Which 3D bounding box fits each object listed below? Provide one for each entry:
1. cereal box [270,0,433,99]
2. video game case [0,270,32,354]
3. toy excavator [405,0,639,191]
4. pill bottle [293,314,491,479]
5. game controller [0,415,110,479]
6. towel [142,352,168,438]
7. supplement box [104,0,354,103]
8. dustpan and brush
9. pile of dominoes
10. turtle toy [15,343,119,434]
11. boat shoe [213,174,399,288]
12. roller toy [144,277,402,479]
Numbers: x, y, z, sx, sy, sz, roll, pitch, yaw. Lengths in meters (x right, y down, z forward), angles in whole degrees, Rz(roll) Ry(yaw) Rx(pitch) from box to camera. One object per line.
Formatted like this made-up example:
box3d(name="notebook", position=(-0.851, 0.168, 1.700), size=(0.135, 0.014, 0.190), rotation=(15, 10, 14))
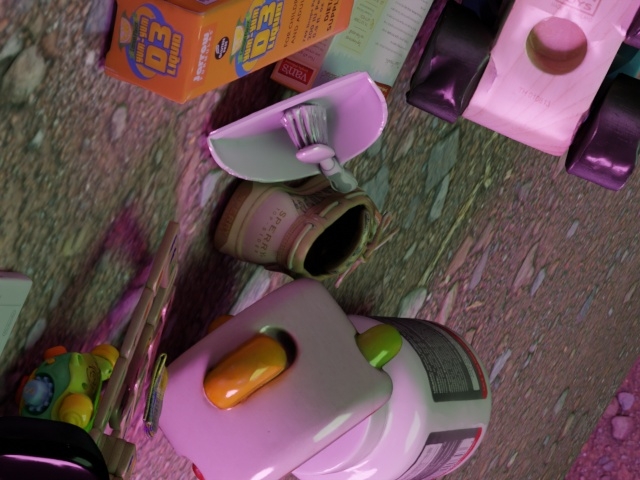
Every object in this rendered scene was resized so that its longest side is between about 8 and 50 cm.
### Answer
box3d(name="cereal box", position=(0.053, -0.227, 1.718), size=(0.240, 0.047, 0.173), rotation=(-64, 159, 5))
box3d(name="video game case", position=(-0.273, 0.093, 1.390), size=(0.157, 0.019, 0.143), rotation=(-65, 159, 8))
box3d(name="toy excavator", position=(0.272, -0.333, 1.917), size=(0.445, 0.222, 0.433), rotation=(-71, -176, -58))
box3d(name="pill bottle", position=(0.046, 0.163, 1.999), size=(0.176, 0.176, 0.318), rotation=(-65, 159, 6))
box3d(name="game controller", position=(-0.225, 0.203, 1.406), size=(0.319, 0.166, 0.067), rotation=(94, 8, -61))
box3d(name="towel", position=(-0.129, 0.122, 1.563), size=(0.083, 0.009, 0.060), rotation=(103, -1, -75))
box3d(name="supplement box", position=(-0.061, -0.173, 1.479), size=(0.233, 0.080, 0.078), rotation=(-30, 140, -51))
box3d(name="dustpan and brush", position=(0.000, -0.077, 1.692), size=(0.147, 0.060, 0.211), rotation=(-22, 172, 8))
box3d(name="pile of dominoes", position=(-0.143, 0.131, 1.584), size=(0.196, 0.040, 0.251), rotation=(101, 8, -71))
box3d(name="turtle toy", position=(-0.204, 0.136, 1.534), size=(0.095, 0.066, 0.130), rotation=(-68, 176, -58))
box3d(name="boat shoe", position=(0.000, 0.000, 1.812), size=(0.285, 0.089, 0.104), rotation=(-4, 120, -66))
box3d(name="roller toy", position=(-0.050, 0.128, 1.720), size=(0.191, 0.146, 0.209), rotation=(-41, 173, 40))
